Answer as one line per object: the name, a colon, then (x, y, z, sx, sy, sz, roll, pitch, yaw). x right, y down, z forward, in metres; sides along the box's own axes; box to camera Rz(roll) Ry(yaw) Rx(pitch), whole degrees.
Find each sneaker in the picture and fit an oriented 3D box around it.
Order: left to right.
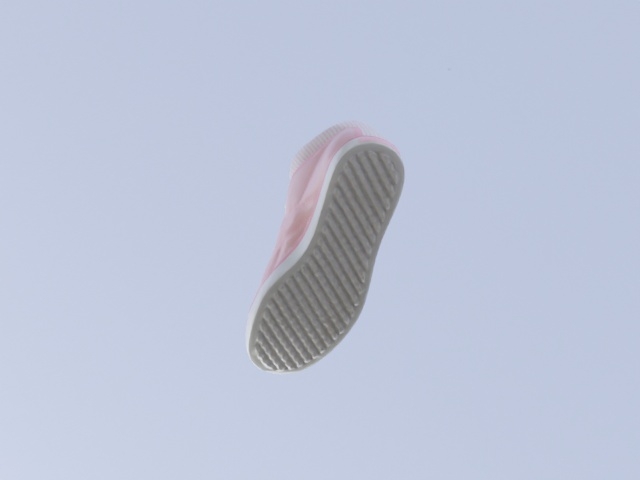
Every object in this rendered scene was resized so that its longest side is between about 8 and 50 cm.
sneaker: (0.000, 0.000, 0.600, 0.051, 0.070, 0.134, 19, -71, -17)
